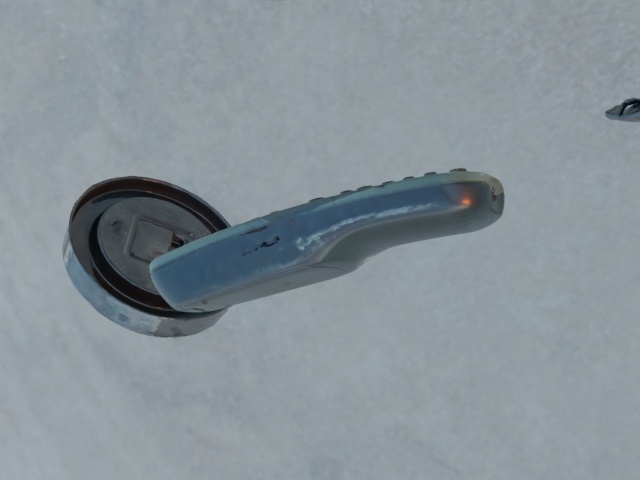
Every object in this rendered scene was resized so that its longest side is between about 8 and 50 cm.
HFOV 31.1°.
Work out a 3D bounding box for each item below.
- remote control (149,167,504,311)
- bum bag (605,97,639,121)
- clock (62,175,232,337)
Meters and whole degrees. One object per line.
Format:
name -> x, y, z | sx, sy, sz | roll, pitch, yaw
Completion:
remote control -> 0.000, 0.000, 0.679 | 0.222, 0.072, 0.042 | -16, 77, 23
bum bag -> 0.533, -0.211, 1.795 | 0.087, 0.198, 0.049 | 6, 105, 55
clock -> -0.284, 0.025, 1.968 | 0.319, 0.319, 0.066 | 51, 132, 19
